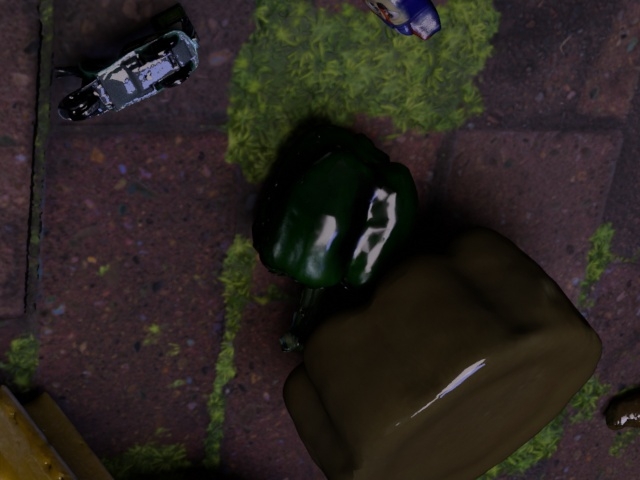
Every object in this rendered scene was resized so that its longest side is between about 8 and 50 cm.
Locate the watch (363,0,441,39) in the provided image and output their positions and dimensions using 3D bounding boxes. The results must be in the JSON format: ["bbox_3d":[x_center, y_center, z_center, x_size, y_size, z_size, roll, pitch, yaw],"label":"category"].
[{"bbox_3d":[0.076,-0.358,1.546,0.200,0.171,0.196,-49,136,0],"label":"watch"}]

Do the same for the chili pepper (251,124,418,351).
[{"bbox_3d":[0.000,0.000,1.726,0.174,0.165,0.261,0,123,-43],"label":"chili pepper"}]

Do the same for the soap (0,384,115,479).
[{"bbox_3d":[-0.359,0.380,1.726,0.293,0.335,0.156,-46,160,7],"label":"soap"}]

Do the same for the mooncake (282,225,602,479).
[{"bbox_3d":[0.140,0.155,1.777,0.378,0.200,0.378,-27,152,-16],"label":"mooncake"}]

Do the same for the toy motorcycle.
[{"bbox_3d":[-0.208,-0.184,1.580,0.173,0.100,0.058,-30,125,-3],"label":"toy motorcycle"}]

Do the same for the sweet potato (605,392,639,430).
[{"bbox_3d":[0.553,0.250,2.120,0.286,0.085,0.112,-3,126,-17],"label":"sweet potato"}]
